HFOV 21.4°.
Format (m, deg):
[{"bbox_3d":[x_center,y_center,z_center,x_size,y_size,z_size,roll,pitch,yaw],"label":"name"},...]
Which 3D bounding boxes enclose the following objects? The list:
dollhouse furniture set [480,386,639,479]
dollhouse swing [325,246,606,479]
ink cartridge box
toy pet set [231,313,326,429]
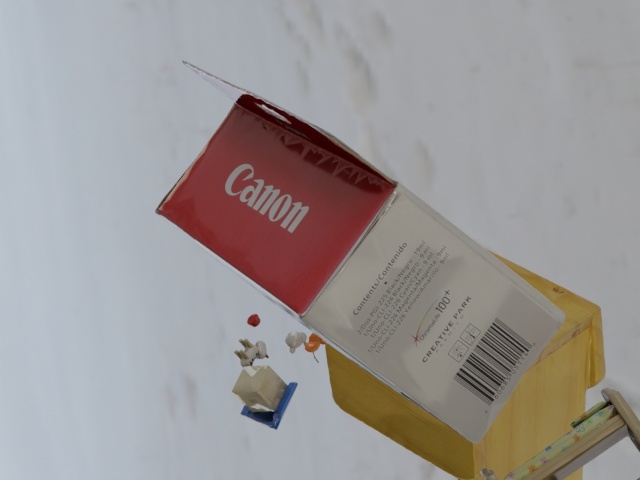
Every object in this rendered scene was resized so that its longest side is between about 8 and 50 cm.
[{"bbox_3d":[0.222,0.165,1.211,0.101,0.182,0.161,57,-179,20],"label":"dollhouse furniture set"},{"bbox_3d":[0.182,0.230,2.235,0.315,0.347,0.305,28,122,26],"label":"dollhouse swing"},{"bbox_3d":[0.000,0.000,1.383,0.130,0.272,0.309,-54,30,-3],"label":"ink cartridge box"},{"bbox_3d":[-0.036,0.139,1.819,0.122,0.114,0.065,-5,137,42],"label":"toy pet set"}]
